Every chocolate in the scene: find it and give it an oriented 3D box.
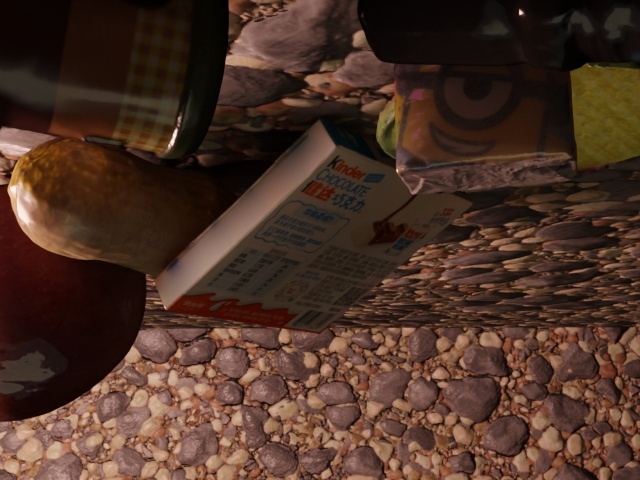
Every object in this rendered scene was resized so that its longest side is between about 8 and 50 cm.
[{"bbox_3d":[-0.194,-0.029,0.996,0.134,0.134,0.309,-10,162,39],"label":"chocolate"}]

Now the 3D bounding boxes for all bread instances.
[{"bbox_3d":[0.199,-0.111,0.807,0.301,0.045,0.301,-2,168,0],"label":"bread"}]

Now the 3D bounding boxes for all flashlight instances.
[{"bbox_3d":[0.217,-0.123,0.429,0.423,0.103,0.103,8,172,28],"label":"flashlight"}]

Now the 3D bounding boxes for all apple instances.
[{"bbox_3d":[-0.355,0.069,1.102,0.305,0.306,0.235,-10,176,38],"label":"apple"}]

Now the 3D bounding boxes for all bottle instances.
[{"bbox_3d":[-0.195,-0.123,0.533,0.271,0.143,0.156,6,166,-20],"label":"bottle"}]

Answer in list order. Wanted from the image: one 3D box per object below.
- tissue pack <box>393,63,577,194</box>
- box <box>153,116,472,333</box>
[{"bbox_3d":[0.100,-0.109,0.575,0.108,0.148,0.060,-4,168,20],"label":"tissue pack"},{"bbox_3d":[0.000,0.000,1.020,0.265,0.048,0.273,-41,148,23],"label":"box"}]
